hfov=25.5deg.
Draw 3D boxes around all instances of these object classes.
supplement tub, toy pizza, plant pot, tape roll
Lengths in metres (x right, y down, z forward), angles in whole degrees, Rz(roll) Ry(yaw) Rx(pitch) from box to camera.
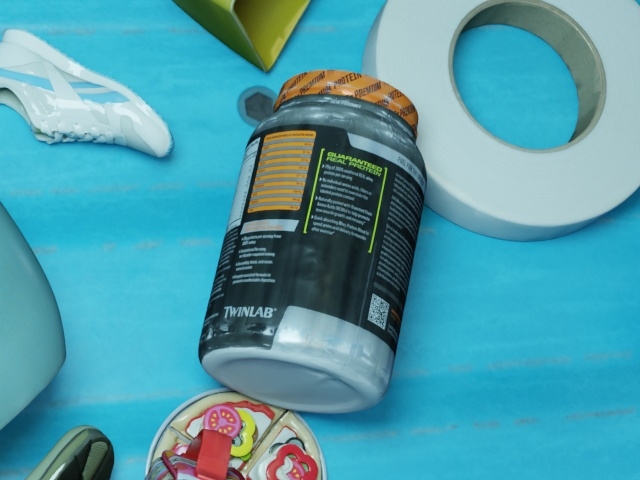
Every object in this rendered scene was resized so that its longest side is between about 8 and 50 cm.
[{"bbox_3d":[0.000,0.000,1.528,0.207,0.207,0.338,17,67,-10],"label":"supplement tub"},{"bbox_3d":[-0.088,0.255,1.519,0.201,0.032,0.201,5,72,-15],"label":"toy pizza"},{"bbox_3d":[-0.388,0.084,1.363,0.293,0.293,0.235,-44,103,-23],"label":"plant pot"},{"bbox_3d":[-0.107,-0.350,1.605,0.187,0.212,0.212,27,83,14],"label":"plant pot"},{"bbox_3d":[0.243,-0.192,1.738,0.392,0.072,0.392,5,72,-14],"label":"tape roll"}]

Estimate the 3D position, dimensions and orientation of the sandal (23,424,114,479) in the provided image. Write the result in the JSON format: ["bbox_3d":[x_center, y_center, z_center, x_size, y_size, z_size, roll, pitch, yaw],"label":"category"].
[{"bbox_3d":[-0.330,0.298,1.408,0.086,0.120,0.303,31,62,25],"label":"sandal"}]

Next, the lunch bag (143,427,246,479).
[{"bbox_3d":[-0.138,0.302,1.333,0.120,0.293,0.258,21,87,-8],"label":"lunch bag"}]

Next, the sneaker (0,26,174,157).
[{"bbox_3d":[-0.270,-0.143,1.572,0.228,0.087,0.092,28,74,1],"label":"sneaker"}]
